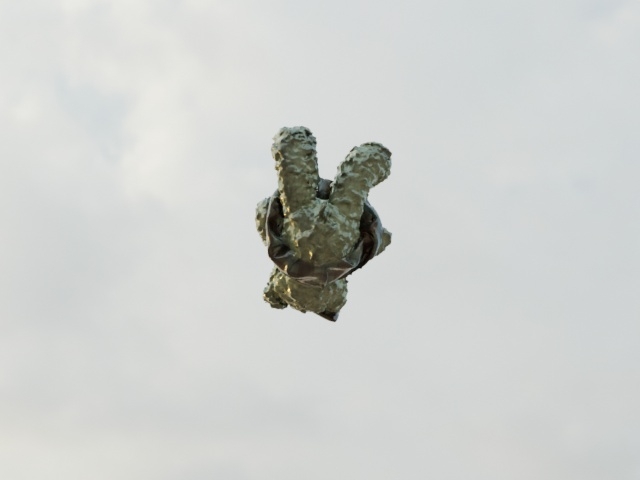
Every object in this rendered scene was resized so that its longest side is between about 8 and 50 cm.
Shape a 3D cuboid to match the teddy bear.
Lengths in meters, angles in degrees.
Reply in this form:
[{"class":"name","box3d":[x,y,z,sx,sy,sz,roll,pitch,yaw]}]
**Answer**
[{"class":"teddy bear","box3d":[0.001,0.005,1.442,0.133,0.111,0.213,8,-58,-5]}]
